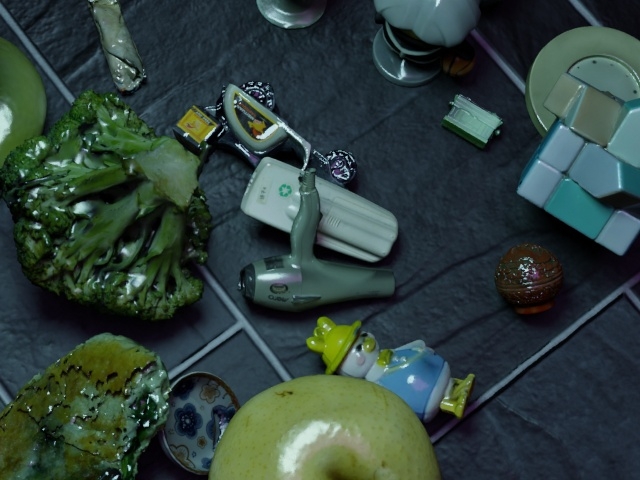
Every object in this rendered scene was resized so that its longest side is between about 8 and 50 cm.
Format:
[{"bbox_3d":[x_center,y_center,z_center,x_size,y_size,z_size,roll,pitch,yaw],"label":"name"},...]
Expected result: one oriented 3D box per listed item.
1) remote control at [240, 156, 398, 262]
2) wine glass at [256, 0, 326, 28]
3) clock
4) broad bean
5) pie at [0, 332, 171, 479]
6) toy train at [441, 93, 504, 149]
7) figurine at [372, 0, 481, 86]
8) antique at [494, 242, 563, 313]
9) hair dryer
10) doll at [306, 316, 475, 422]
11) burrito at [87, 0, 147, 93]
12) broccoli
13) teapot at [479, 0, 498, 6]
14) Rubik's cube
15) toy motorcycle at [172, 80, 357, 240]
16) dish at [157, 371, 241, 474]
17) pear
[{"bbox_3d":[0.003,-0.038,1.748,0.230,0.049,0.090,22,103,-19],"label":"remote control"},{"bbox_3d":[-0.037,-0.418,1.824,0.127,0.241,0.126,1,74,-4],"label":"wine glass"},{"bbox_3d":[0.439,-0.227,1.911,0.235,0.029,0.234,2,73,-5],"label":"clock"},{"bbox_3d":[-0.517,-0.174,1.766,0.238,0.119,0.291,2,68,6],"label":"broad bean"},{"bbox_3d":[-0.323,0.291,1.578,0.297,0.078,0.371,-15,53,24],"label":"pie"},{"bbox_3d":[0.233,-0.182,1.871,0.093,0.038,0.056,32,74,6],"label":"toy train"},{"bbox_3d":[0.159,-0.325,1.809,0.176,0.236,0.133,25,70,5],"label":"figurine"},{"bbox_3d":[0.302,0.051,1.765,0.104,0.104,0.104,1,71,-4],"label":"antique"},{"bbox_3d":[0.021,0.019,1.728,0.219,0.224,0.088,19,27,-26],"label":"hair dryer"},{"bbox_3d":[0.094,0.182,1.705,0.241,0.099,0.135,26,76,3],"label":"doll"},{"bbox_3d":[-0.313,-0.305,1.869,0.051,0.042,0.171,-18,71,-14],"label":"burrito"},{"bbox_3d":[-0.266,-0.055,1.665,0.321,0.283,0.303,36,54,-24],"label":"broccoli"},{"bbox_3d":[0.204,-0.481,1.919,0.225,0.171,0.203,18,39,9],"label":"teapot"},{"bbox_3d":[0.403,-0.124,1.736,0.224,0.265,0.213,32,107,2],"label":"Rubik's cube"},{"bbox_3d":[-0.074,-0.128,1.804,0.263,0.091,0.157,39,81,11],"label":"toy motorcycle"},{"bbox_3d":[-0.183,0.255,1.675,0.141,0.078,0.141,15,67,-40],"label":"dish"},{"bbox_3d":[0.003,0.321,1.553,0.309,0.309,0.309,1,71,-4],"label":"pear"}]
